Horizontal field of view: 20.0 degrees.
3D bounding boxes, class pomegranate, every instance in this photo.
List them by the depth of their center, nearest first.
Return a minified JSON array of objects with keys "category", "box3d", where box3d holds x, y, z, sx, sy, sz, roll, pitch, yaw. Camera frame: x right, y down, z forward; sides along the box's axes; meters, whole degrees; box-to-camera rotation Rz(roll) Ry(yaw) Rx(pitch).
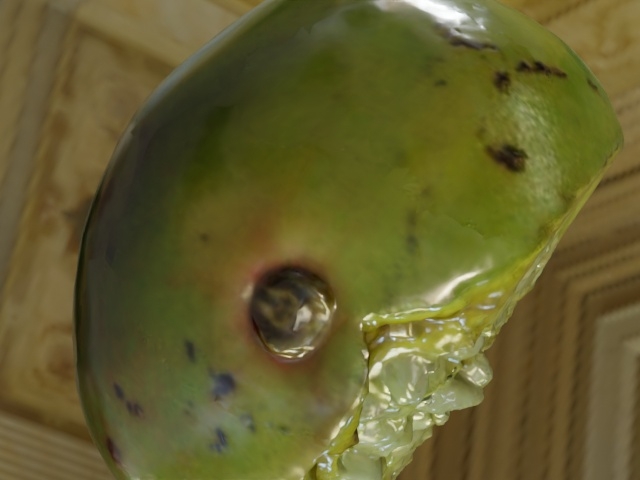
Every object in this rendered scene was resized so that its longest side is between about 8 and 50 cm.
[{"category":"pomegranate","box3d":[0.000,0.000,0.938,0.309,0.216,0.358,-59,177,12]}]
